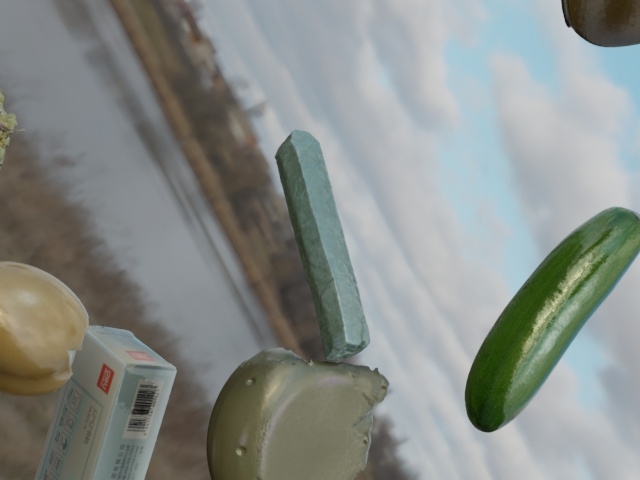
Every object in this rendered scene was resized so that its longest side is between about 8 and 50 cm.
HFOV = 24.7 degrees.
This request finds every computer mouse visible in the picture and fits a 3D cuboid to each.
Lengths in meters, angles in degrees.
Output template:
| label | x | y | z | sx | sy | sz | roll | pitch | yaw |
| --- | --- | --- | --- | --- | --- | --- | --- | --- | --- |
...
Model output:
| label | x | y | z | sx | sy | sz | roll | pitch | yaw |
| --- | --- | --- | --- | --- | --- | --- | --- | --- | --- |
| computer mouse | 0.303 | -0.243 | 1.261 | 0.056 | 0.245 | 0.126 | 24 | -56 | 47 |

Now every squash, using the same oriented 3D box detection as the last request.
| label | x | y | z | sx | sy | sz | roll | pitch | yaw |
| --- | --- | --- | --- | --- | --- | --- | --- | --- | --- |
| squash | 0.244 | 0.076 | 1.557 | 0.082 | 0.292 | 0.082 | 37 | -5 | 4 |

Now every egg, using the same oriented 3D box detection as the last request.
| label | x | y | z | sx | sy | sz | roll | pitch | yaw |
| --- | --- | --- | --- | --- | --- | --- | --- | --- | --- |
| egg | -0.192 | 0.053 | 0.898 | 0.096 | 0.080 | 0.080 | 22 | 22 | -33 |

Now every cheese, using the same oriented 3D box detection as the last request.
| label | x | y | z | sx | sy | sz | roll | pitch | yaw |
| --- | --- | --- | --- | --- | --- | --- | --- | --- | --- |
| cheese | -0.030 | 0.204 | 1.441 | 0.091 | 0.175 | 0.202 | 29 | -73 | 60 |

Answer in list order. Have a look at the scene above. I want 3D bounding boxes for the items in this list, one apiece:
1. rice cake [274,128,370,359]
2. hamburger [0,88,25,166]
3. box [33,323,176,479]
| label | x | y | z | sx | sy | sz | roll | pitch | yaw |
| --- | --- | --- | --- | --- | --- | --- | --- | --- | --- |
| rice cake | 0.000 | 0.000 | 1.429 | 0.045 | 0.042 | 0.245 | -45 | -131 | 44 |
| hamburger | -0.411 | -0.098 | 1.394 | 0.262 | 0.243 | 0.138 | 30 | -24 | 40 |
| box | -0.271 | 0.249 | 1.774 | 0.079 | 0.269 | 0.135 | 10 | 12 | -38 |
